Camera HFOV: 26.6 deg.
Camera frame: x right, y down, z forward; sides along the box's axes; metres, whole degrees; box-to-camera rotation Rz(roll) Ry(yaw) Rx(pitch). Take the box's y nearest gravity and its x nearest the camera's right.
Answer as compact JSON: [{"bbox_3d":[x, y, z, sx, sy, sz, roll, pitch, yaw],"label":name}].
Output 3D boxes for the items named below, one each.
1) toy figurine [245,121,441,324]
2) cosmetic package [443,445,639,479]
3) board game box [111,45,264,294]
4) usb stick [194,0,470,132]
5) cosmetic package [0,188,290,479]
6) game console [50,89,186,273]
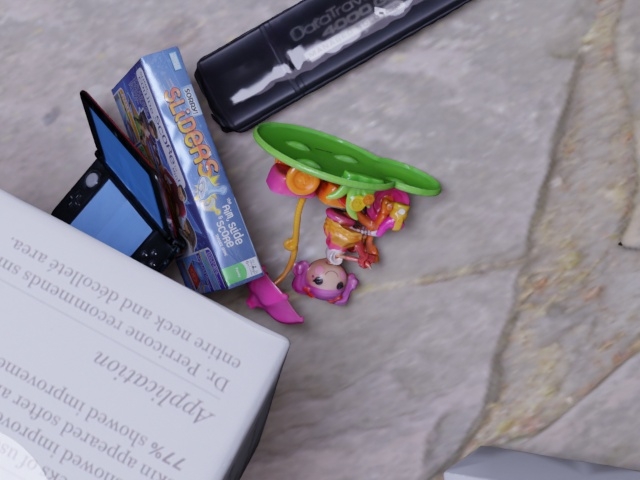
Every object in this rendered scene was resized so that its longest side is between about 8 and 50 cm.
[{"bbox_3d":[0.000,0.000,1.180,0.173,0.130,0.159,13,110,-20],"label":"toy figurine"},{"bbox_3d":[0.282,0.340,1.093,0.377,0.097,0.284,5,101,27],"label":"cosmetic package"},{"bbox_3d":[-0.117,-0.053,1.157,0.035,0.136,0.201,-21,92,-19],"label":"board game box"},{"bbox_3d":[0.019,-0.187,1.183,0.278,0.045,0.077,-29,83,6],"label":"usb stick"},{"bbox_3d":[-0.263,0.205,1.027,0.329,0.327,0.393,29,70,3],"label":"cosmetic package"},{"bbox_3d":[-0.186,-0.033,1.159,0.124,0.085,0.144,-48,53,7],"label":"game console"}]
